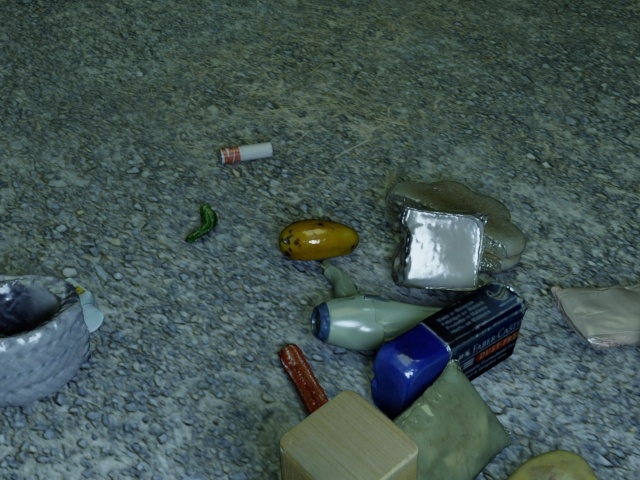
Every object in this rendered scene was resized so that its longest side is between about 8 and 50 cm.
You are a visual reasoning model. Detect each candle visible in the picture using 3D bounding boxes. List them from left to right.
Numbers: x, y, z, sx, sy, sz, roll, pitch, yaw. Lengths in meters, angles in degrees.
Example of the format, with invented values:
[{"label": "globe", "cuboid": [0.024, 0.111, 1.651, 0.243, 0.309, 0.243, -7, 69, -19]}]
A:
[{"label": "candle", "cuboid": [-0.006, 0.299, 1.807, 0.051, 0.048, 0.329, 0, 35, -28]}]

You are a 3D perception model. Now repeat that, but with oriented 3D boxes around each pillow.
[{"label": "pillow", "cuboid": [0.198, 0.348, 1.700, 0.302, 0.075, 0.185, -34, 91, -38]}, {"label": "pillow", "cuboid": [0.625, 0.145, 2.048, 0.270, 0.067, 0.173, -7, 45, -14]}]

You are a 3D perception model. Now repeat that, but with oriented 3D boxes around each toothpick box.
[{"label": "toothpick box", "cuboid": [0.041, 0.388, 1.466, 0.190, 0.308, 0.187, -32, 51, -27]}]

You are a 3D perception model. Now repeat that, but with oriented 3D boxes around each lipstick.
[{"label": "lipstick", "cuboid": [-0.184, -0.214, 2.445, 0.130, 0.038, 0.038, -9, 40, -17]}]

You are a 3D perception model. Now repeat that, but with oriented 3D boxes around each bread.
[{"label": "bread", "cuboid": [0.313, -0.051, 2.238, 0.337, 0.102, 0.183, 27, 44, 25]}]

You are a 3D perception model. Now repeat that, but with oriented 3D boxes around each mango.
[{"label": "mango", "cuboid": [-0.001, 0.000, 2.142, 0.178, 0.090, 0.115, 1, -5, -12]}]

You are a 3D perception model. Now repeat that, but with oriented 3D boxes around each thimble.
[{"label": "thimble", "cuboid": [-0.548, 0.175, 1.821, 0.245, 0.157, 0.217, -12, 42, -20]}]

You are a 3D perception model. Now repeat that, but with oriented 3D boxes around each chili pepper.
[{"label": "chili pepper", "cuboid": [-0.255, -0.032, 2.216, 0.055, 0.035, 0.118, 3, 46, 18]}]

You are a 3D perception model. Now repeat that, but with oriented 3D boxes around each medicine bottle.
[{"label": "medicine bottle", "cuboid": [-0.483, 0.131, 1.965, 0.118, 0.055, 0.074, 32, 45, 30]}]

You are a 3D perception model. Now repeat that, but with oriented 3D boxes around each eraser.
[{"label": "eraser", "cuboid": [0.245, 0.199, 1.869, 0.332, 0.155, 0.101, -26, 48, -33]}]

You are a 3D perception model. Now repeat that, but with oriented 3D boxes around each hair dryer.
[{"label": "hair dryer", "cuboid": [0.135, 0.130, 2.011, 0.296, 0.119, 0.298, 11, 26, -1]}]

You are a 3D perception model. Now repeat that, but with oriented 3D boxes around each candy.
[{"label": "candy", "cuboid": [0.243, 0.011, 2.067, 0.195, 0.185, 0.137, 4, 8, 3]}]

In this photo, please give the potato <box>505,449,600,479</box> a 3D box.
[{"label": "potato", "cuboid": [0.332, 0.459, 1.511, 0.191, 0.141, 0.296, 34, 79, 15]}]
